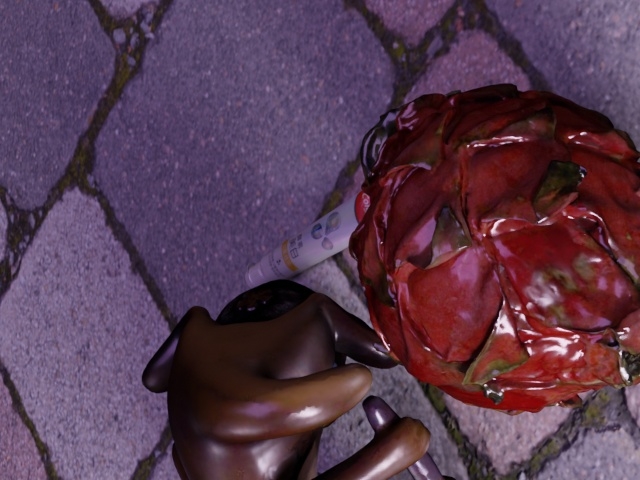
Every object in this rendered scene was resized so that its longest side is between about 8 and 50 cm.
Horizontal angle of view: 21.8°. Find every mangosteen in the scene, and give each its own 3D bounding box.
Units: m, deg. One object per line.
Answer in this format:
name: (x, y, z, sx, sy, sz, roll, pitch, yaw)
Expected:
mangosteen: (-0.033, 0.114, 1.487, 0.137, 0.137, 0.151, -2, 121, 47)

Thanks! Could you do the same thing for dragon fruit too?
dragon fruit: (0.140, 0.012, 1.207, 0.299, 0.244, 0.244, 42, 118, 50)

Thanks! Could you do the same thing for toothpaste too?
toothpaste: (0.000, 0.000, 1.518, 0.190, 0.031, 0.048, -31, 62, 39)

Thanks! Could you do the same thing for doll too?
doll: (0.000, 0.210, 1.339, 0.318, 0.209, 0.339, -8, 102, 50)
